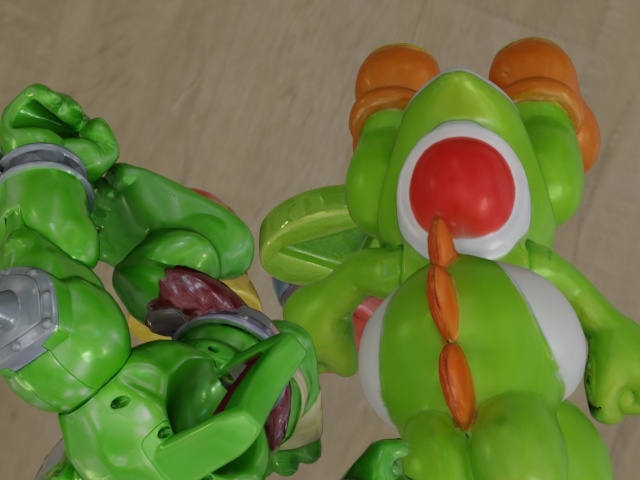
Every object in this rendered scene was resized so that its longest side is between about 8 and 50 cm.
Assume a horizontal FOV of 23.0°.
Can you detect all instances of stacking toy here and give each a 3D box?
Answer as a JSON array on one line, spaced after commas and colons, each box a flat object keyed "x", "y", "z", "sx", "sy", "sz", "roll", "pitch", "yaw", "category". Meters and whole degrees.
[{"x": 0.000, "y": 0.000, "z": 1.440, "sx": 0.309, "sy": 0.130, "sz": 0.279, "roll": 16, "pitch": 142, "yaw": -40, "category": "stacking toy"}]

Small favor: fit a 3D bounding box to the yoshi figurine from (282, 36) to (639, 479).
[{"x": 0.092, "y": 0.049, "z": 0.908, "sx": 0.203, "sy": 0.362, "sz": 0.203, "roll": 30, "pitch": 126, "yaw": -20, "category": "yoshi figurine"}]

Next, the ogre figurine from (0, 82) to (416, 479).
[{"x": -0.042, "y": 0.046, "z": 0.496, "sx": 0.096, "sy": 0.118, "sz": 0.197, "roll": -15, "pitch": 109, "yaw": 17, "category": "ogre figurine"}]

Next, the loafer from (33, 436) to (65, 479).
[{"x": -0.136, "y": 0.238, "z": 1.017, "sx": 0.111, "sy": 0.319, "sz": 0.112, "roll": -42, "pitch": 117, "yaw": 6, "category": "loafer"}]
